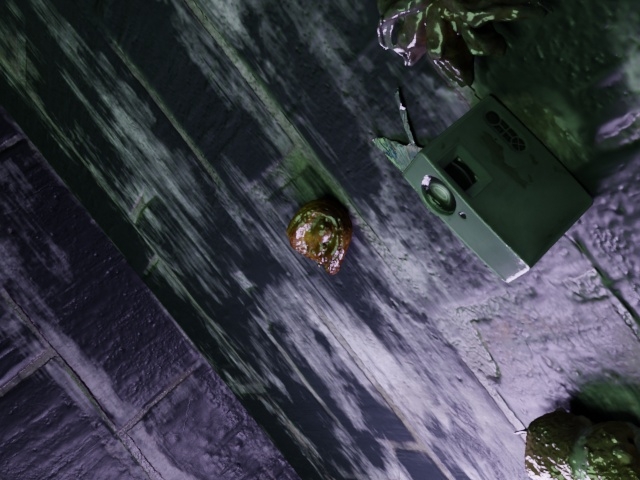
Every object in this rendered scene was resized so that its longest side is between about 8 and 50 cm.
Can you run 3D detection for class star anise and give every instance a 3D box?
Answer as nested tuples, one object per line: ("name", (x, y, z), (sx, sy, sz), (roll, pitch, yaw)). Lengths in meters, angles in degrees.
("star anise", (0.102, -0.224, 0.612), (0.182, 0.065, 0.195), (-6, 116, 58))

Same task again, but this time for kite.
("kite", (0.110, -0.108, 0.818), (0.139, 0.011, 0.156), (16, 139, 45))

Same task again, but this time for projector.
("projector", (0.169, -0.049, 0.678), (0.147, 0.115, 0.061), (47, 153, 7))

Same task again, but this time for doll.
("doll", (0.317, 0.264, 0.881), (0.105, 0.115, 0.221), (50, 163, -22))

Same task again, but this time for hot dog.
("hot dog", (0.000, -0.002, 1.069), (0.099, 0.065, 0.147), (36, 150, 8))
